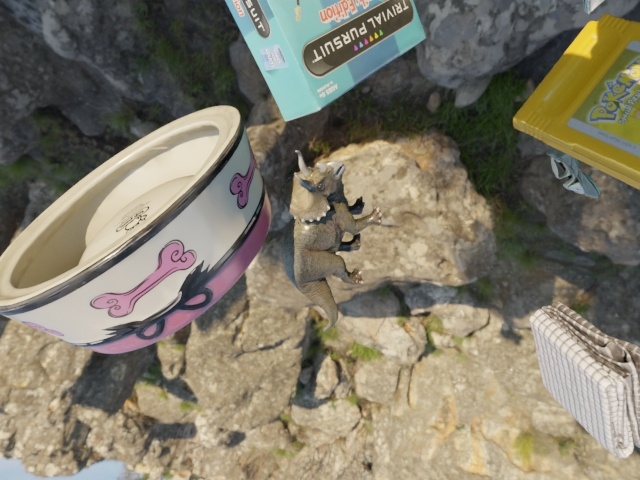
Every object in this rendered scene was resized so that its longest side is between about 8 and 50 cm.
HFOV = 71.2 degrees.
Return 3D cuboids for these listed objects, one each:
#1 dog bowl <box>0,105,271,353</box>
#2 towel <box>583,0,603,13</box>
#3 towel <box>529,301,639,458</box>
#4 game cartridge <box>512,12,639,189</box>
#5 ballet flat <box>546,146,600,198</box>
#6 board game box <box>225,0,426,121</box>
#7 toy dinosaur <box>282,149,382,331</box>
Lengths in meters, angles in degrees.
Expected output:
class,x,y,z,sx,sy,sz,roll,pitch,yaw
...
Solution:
class,x,y,z,sx,sy,sz,roll,pitch,yaw
dog bowl,-0.250,-0.018,0.650,0.408,0.408,0.150,1,135,40
towel,0.836,-0.741,1.291,0.152,0.023,0.113,-37,156,23
towel,0.582,0.288,0.963,0.284,0.121,0.235,63,178,-28
game cartridge,0.598,-0.270,0.859,0.323,0.285,0.052,39,-177,27
ballet flat,0.695,-0.182,1.242,0.213,0.068,0.072,47,-169,-20
board game box,-0.016,-0.366,0.566,0.079,0.254,0.336,2,127,51
toy dinosaur,0.000,0.000,0.716,0.160,0.313,0.121,1,-149,-20
